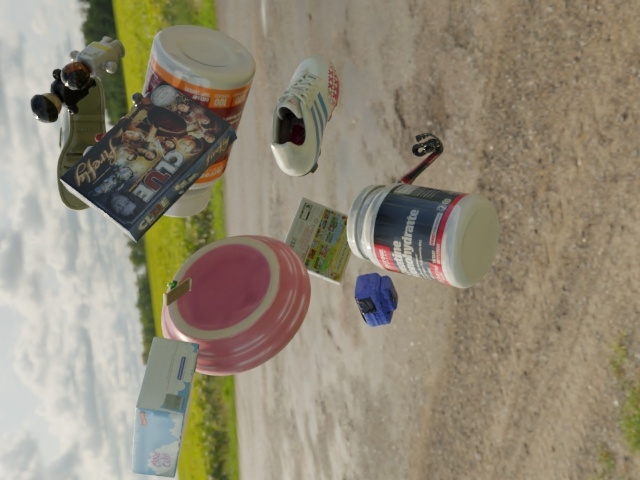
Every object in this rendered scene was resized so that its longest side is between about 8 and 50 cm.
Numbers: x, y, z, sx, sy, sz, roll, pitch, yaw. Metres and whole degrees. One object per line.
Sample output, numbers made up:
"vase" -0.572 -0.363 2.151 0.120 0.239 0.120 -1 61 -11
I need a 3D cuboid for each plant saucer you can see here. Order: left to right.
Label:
"plant saucer" -0.188 0.115 1.581 0.084 0.332 0.332 63 -174 -50

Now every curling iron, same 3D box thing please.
"curling iron" 0.192 -0.150 1.774 0.068 0.035 0.274 49 128 13

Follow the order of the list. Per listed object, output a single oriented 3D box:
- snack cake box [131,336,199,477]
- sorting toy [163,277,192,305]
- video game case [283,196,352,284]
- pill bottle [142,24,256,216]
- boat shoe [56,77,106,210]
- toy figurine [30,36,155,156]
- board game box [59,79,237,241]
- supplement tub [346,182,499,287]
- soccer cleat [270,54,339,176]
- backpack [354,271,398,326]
"snack cake box" -0.295 0.321 1.437 0.264 0.089 0.152 108 170 -47
"sorting toy" -0.272 0.090 1.439 0.012 0.062 0.083 49 154 16
"video game case" 0.000 0.000 2.339 0.026 0.207 0.226 120 172 -64
"pill bottle" -0.299 -0.257 1.705 0.224 0.224 0.392 -110 33 -44
"boat shoe" -0.525 -0.211 1.692 0.103 0.113 0.302 163 112 -71
"toy figurine" -0.408 -0.247 1.409 0.213 0.148 0.210 50 141 -16
"board game box" -0.278 -0.135 1.241 0.165 0.243 0.042 34 161 20
"supplement tub" 0.211 -0.017 1.577 0.272 0.191 0.191 12 114 39
"soccer cleat" -0.036 -0.301 1.673 0.143 0.116 0.331 52 -139 -55
"backpack" 0.142 0.153 1.880 0.098 0.101 0.120 -68 -37 -54
